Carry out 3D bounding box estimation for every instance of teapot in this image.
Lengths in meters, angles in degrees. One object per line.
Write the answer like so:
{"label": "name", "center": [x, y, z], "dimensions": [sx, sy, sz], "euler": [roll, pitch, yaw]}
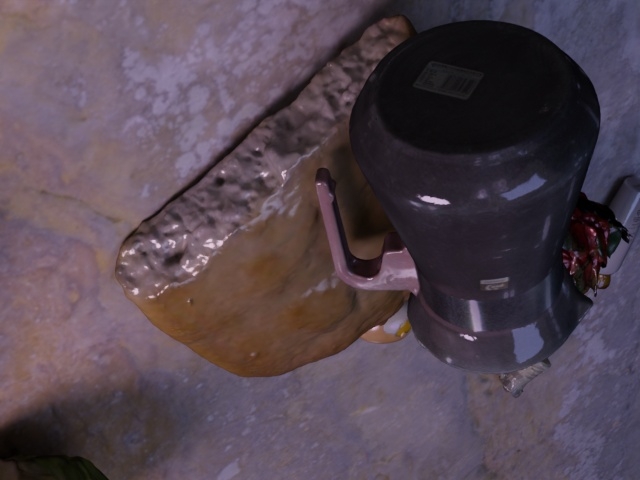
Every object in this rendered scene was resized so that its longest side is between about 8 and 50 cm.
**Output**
{"label": "teapot", "center": [0.150, -0.037, 1.597], "dimensions": [0.300, 0.253, 0.344], "euler": [0, 136, 12]}
{"label": "teapot", "center": [0.313, 0.204, 2.343], "dimensions": [0.067, 0.057, 0.083], "euler": [30, 110, -16]}

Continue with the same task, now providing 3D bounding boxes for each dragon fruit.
{"label": "dragon fruit", "center": [0.310, 0.013, 2.045], "dimensions": [0.188, 0.182, 0.182], "euler": [-52, 150, -25]}

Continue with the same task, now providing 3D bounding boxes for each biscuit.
{"label": "biscuit", "center": [0.001, 0.001, 1.766], "dimensions": [0.429, 0.104, 0.446], "euler": [-39, 145, -5]}

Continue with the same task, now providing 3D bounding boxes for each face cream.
{"label": "face cream", "center": [0.446, -0.010, 2.257], "dimensions": [0.072, 0.051, 0.182], "euler": [-13, 133, -39]}

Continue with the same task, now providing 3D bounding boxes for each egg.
{"label": "egg", "center": [0.084, 0.104, 1.989], "dimensions": [0.083, 0.071, 0.071], "euler": [-26, 141, -21]}

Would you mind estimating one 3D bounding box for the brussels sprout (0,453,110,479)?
{"label": "brussels sprout", "center": [-0.316, 0.343, 1.705], "dimensions": [0.244, 0.244, 0.244], "euler": [-27, 141, -24]}
